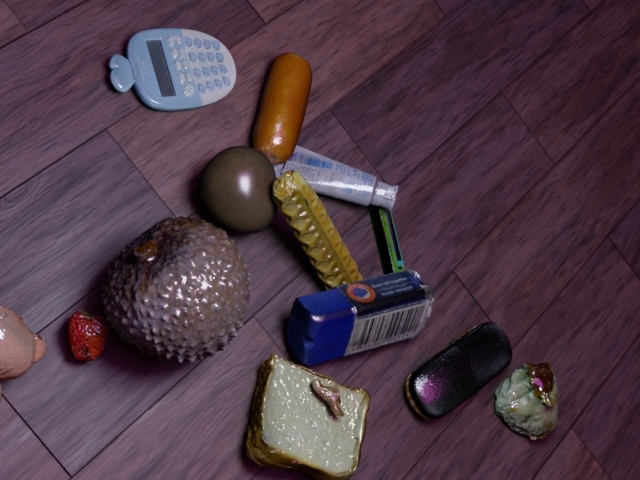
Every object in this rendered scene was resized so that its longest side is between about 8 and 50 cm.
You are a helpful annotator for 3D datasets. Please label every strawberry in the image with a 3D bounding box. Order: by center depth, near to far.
[{"bbox_3d":[-0.444,0.182,1.748,0.083,0.083,0.096,17,68,-24],"label":"strawberry"}]

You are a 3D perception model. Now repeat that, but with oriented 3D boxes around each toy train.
[{"bbox_3d":[0.162,0.011,2.156,0.042,0.044,0.209,-7,79,-30],"label":"toy train"}]

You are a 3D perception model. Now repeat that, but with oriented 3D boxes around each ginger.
[{"bbox_3d":[0.025,0.319,1.904,0.097,0.030,0.048,50,47,3],"label":"ginger"}]

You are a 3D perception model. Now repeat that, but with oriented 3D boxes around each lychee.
[{"bbox_3d":[-0.273,0.103,1.760,0.300,0.300,0.300,9,71,-27],"label":"lychee"}]

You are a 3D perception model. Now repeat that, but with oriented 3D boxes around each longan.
[{"bbox_3d":[-0.170,-0.105,1.934,0.189,0.189,0.189,9,71,-27],"label":"longan"}]

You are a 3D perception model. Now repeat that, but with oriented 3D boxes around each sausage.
[{"bbox_3d":[-0.085,-0.301,2.081,0.105,0.105,0.274,22,65,-22],"label":"sausage"}]

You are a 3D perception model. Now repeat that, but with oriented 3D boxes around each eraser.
[{"bbox_3d":[0.089,0.169,2.002,0.332,0.155,0.101,-11,41,-31],"label":"eraser"}]

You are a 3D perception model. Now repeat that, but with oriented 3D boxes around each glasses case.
[{"bbox_3d":[0.326,0.300,2.138,0.321,0.082,0.122,-29,92,-34],"label":"glasses case"}]

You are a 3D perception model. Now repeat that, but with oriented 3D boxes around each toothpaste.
[{"bbox_3d":[0.028,-0.142,2.103,0.299,0.073,0.114,18,66,-5],"label":"toothpaste"}]

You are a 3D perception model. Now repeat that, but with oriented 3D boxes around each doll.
[{"bbox_3d":[-0.643,0.235,1.609,0.303,0.156,0.201,-47,142,-13],"label":"doll"}]

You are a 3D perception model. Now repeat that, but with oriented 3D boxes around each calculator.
[{"bbox_3d":[-0.321,-0.374,2.006,0.302,0.042,0.188,-12,82,-32],"label":"calculator"}]

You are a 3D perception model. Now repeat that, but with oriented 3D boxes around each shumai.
[{"bbox_3d":[0.526,0.379,2.191,0.184,0.142,0.184,8,70,-24],"label":"shumai"}]

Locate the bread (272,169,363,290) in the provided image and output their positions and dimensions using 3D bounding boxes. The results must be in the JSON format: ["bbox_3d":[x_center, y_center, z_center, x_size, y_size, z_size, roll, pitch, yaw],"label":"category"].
[{"bbox_3d":[-0.001,0.000,1.972,0.368,0.077,0.084,60,39,-33],"label":"bread"}]

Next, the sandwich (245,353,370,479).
[{"bbox_3d":[-0.027,0.380,1.913,0.251,0.087,0.226,22,53,-22],"label":"sandwich"}]
